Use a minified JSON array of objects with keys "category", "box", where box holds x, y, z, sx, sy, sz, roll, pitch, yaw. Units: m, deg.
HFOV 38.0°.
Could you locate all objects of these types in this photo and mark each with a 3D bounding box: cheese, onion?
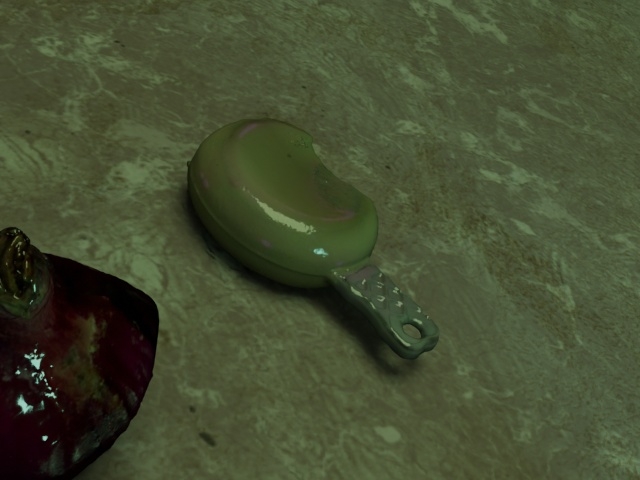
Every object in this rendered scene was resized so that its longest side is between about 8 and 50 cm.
[{"category":"cheese","box":[0.000,0.000,0.853,0.286,0.082,0.163,45,41,19]},{"category":"onion","box":[-0.189,0.067,0.545,0.195,0.218,0.139,21,64,-18]}]
